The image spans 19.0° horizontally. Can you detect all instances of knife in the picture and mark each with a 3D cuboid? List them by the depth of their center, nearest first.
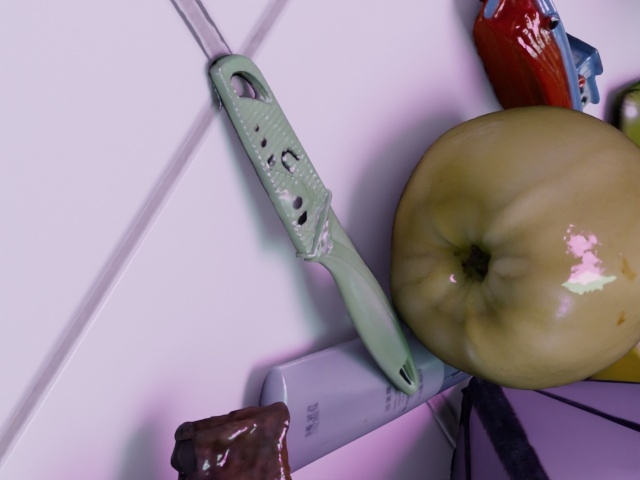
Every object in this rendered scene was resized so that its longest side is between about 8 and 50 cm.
[{"bbox_3d":[0.002,0.000,1.134,0.043,0.020,0.293,-54,135,-30],"label":"knife"}]

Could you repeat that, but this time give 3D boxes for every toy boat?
[{"bbox_3d":[0.147,-0.129,1.286,0.059,0.069,0.173,-47,143,-13],"label":"toy boat"}]

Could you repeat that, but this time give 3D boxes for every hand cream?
[{"bbox_3d":[0.041,0.091,1.254,0.255,0.048,0.079,-17,114,-50],"label":"hand cream"}]

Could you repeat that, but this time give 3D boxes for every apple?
[{"bbox_3d":[0.135,0.005,1.223,0.200,0.200,0.200,-31,130,-47],"label":"apple"}]

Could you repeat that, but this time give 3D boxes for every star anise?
[{"bbox_3d":[-0.085,0.210,1.051,0.214,0.099,0.220,101,8,-49],"label":"star anise"}]

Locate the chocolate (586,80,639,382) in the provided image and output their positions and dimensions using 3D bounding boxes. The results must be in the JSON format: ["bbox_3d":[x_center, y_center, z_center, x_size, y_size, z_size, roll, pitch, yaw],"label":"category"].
[{"bbox_3d":[0.347,-0.001,1.596,0.301,0.137,0.288,-20,122,-52],"label":"chocolate"}]

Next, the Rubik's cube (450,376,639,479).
[{"bbox_3d":[0.250,0.287,1.322,0.310,0.307,0.305,-108,-157,-72],"label":"Rubik's cube"}]
